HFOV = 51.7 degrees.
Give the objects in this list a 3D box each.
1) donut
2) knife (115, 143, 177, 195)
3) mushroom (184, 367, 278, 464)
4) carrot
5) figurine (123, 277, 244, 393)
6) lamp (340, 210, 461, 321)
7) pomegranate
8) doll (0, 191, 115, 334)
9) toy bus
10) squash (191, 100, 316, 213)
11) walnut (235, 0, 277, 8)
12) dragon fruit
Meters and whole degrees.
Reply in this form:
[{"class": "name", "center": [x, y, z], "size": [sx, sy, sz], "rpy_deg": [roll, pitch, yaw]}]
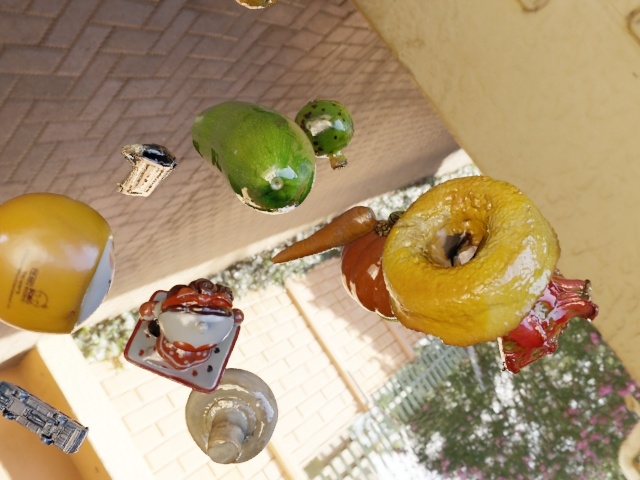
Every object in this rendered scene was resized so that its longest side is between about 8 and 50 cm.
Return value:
[{"class": "donut", "center": [0.199, 0.023, 0.908], "size": [0.253, 0.253, 0.118], "rpy_deg": [-37, 132, 6]}, {"class": "knife", "center": [-0.314, -0.121, 1.161], "size": [0.365, 0.089, 0.043], "rpy_deg": [165, -59, -68]}, {"class": "mushroom", "center": [-0.201, 0.383, 1.398], "size": [0.206, 0.206, 0.209], "rpy_deg": [-44, 177, 40]}, {"class": "carrot", "center": [0.000, 0.000, 1.042], "size": [0.216, 0.048, 0.048], "rpy_deg": [-26, 177, 33]}, {"class": "figurine", "center": [-0.220, 0.134, 1.129], "size": [0.226, 0.183, 0.160], "rpy_deg": [122, -11, -57]}, {"class": "lamp", "center": [0.145, 0.048, 1.197], "size": [0.223, 0.223, 0.197], "rpy_deg": [-25, 128, -47]}, {"class": "pomegranate", "center": [0.018, -0.254, 1.524], "size": [0.143, 0.169, 0.122], "rpy_deg": [-18, 159, -34]}, {"class": "doll", "center": [-0.409, 0.022, 1.004], "size": [0.213, 0.213, 0.236], "rpy_deg": [-37, -160, 5]}, {"class": "toy bus", "center": [-0.446, 0.280, 1.051], "size": [0.047, 0.165, 0.065], "rpy_deg": [-61, 168, -13]}, {"class": "squash", "center": [-0.064, -0.086, 0.611], "size": [0.082, 0.082, 0.292], "rpy_deg": [-34, -156, -7]}, {"class": "walnut", "center": [-0.097, -0.408, 1.006], "size": [0.121, 0.091, 0.052], "rpy_deg": [-24, 179, 18]}, {"class": "dragon fruit", "center": [0.419, 0.129, 1.251], "size": [0.211, 0.262, 0.134], "rpy_deg": [-18, -164, 6]}]
